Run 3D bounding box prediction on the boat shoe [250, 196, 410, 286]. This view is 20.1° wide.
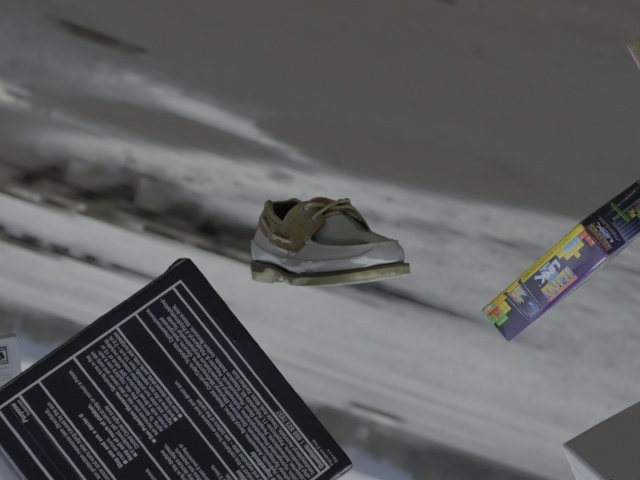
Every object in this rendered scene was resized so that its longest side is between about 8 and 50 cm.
[{"bbox_3d":[0.000,0.000,2.137,0.113,0.103,0.302,-3,-178,-32],"label":"boat shoe"}]

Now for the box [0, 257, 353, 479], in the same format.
[{"bbox_3d":[-0.182,0.233,1.956,0.296,0.294,0.183,51,156,8],"label":"box"}]

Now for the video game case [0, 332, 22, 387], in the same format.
[{"bbox_3d":[-0.467,0.219,2.249,0.201,0.183,0.023,-9,-165,-17],"label":"video game case"}]

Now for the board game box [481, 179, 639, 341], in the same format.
[{"bbox_3d":[0.265,0.021,1.877,0.048,0.170,0.141,50,-138,7],"label":"board game box"}]

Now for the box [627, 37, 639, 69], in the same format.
[{"bbox_3d":[0.510,-0.221,2.139,0.117,0.243,0.213,57,-170,-16],"label":"box"}]

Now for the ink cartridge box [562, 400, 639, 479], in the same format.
[{"bbox_3d":[0.458,0.401,2.076,0.384,0.160,0.279,66,170,-21],"label":"ink cartridge box"}]
